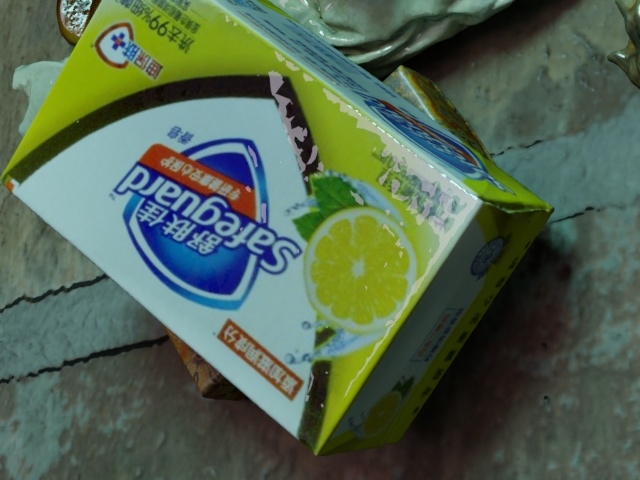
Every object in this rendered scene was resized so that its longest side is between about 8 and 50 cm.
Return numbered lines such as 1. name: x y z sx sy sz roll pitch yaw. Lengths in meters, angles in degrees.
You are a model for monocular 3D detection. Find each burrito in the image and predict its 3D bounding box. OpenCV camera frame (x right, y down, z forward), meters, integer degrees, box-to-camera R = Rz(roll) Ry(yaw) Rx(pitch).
1. burrito: -0.036 -0.130 1.075 0.392 0.076 0.117 -21 92 32

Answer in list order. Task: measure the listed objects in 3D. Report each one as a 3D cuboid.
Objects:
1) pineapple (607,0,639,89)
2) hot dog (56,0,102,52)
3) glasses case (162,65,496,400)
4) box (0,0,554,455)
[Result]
1. pineapple: 0.238 -0.232 0.863 0.166 0.165 0.364 0 75 37
2. hot dog: -0.132 -0.212 1.195 0.072 0.055 0.188 11 84 36
3. glasses case: 0.000 0.000 1.035 0.218 0.049 0.075 -43 61 19
4. box: -0.029 -0.025 0.964 0.265 0.097 0.168 40 105 25
